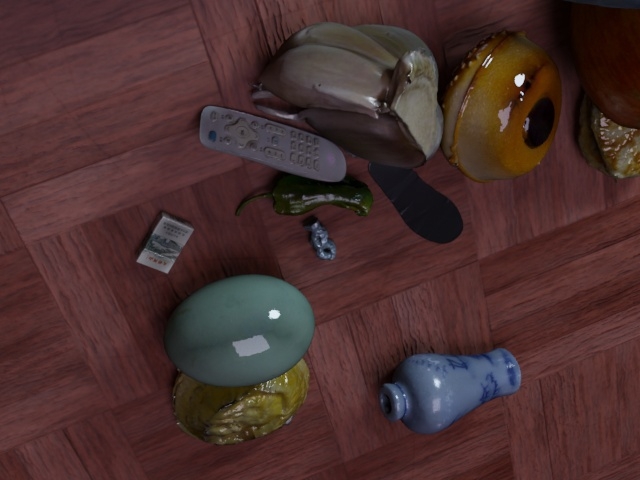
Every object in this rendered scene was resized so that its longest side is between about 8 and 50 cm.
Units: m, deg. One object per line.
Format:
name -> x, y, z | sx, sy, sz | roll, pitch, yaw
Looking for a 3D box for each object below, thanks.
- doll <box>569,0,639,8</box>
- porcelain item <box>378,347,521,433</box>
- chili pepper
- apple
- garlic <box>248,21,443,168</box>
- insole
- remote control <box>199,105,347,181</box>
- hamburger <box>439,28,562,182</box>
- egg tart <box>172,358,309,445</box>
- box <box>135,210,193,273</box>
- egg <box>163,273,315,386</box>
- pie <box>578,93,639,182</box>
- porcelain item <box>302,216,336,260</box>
doll -> 0.290, -0.368, 1.111 | 0.103, 0.316, 0.145 | -30, 122, -53
porcelain item -> 0.229, 0.260, 1.544 | 0.259, 0.141, 0.141 | -11, 122, -23
chili pepper -> -0.021, -0.067, 1.293 | 0.204, 0.072, 0.073 | -1, 103, -13
apple -> 0.492, -0.322, 1.216 | 0.301, 0.301, 0.301 | -9, 122, -15
garlic -> 0.049, -0.186, 1.164 | 0.237, 0.292, 0.210 | -18, 115, -38
insole -> 0.154, -0.066, 1.399 | 0.080, 0.003, 0.232 | -44, 124, 7
remote control -> -0.067, -0.131, 1.243 | 0.229, 0.073, 0.044 | 13, 151, -22
hamburger -> 0.255, -0.190, 1.254 | 0.237, 0.147, 0.237 | -30, 131, -42
egg tart -> -0.125, 0.267, 1.441 | 0.252, 0.098, 0.232 | 17, 116, -31
box -> -0.231, 0.003, 1.285 | 0.054, 0.024, 0.083 | 23, 109, -31
egg -> -0.122, 0.137, 1.316 | 0.231, 0.168, 0.168 | -10, 122, -10
pie -> 0.505, -0.196, 1.402 | 0.179, 0.084, 0.205 | -28, 118, -7
porcelain item -> 0.000, 0.000, 1.365 | 0.036, 0.028, 0.083 | -33, 126, -3
